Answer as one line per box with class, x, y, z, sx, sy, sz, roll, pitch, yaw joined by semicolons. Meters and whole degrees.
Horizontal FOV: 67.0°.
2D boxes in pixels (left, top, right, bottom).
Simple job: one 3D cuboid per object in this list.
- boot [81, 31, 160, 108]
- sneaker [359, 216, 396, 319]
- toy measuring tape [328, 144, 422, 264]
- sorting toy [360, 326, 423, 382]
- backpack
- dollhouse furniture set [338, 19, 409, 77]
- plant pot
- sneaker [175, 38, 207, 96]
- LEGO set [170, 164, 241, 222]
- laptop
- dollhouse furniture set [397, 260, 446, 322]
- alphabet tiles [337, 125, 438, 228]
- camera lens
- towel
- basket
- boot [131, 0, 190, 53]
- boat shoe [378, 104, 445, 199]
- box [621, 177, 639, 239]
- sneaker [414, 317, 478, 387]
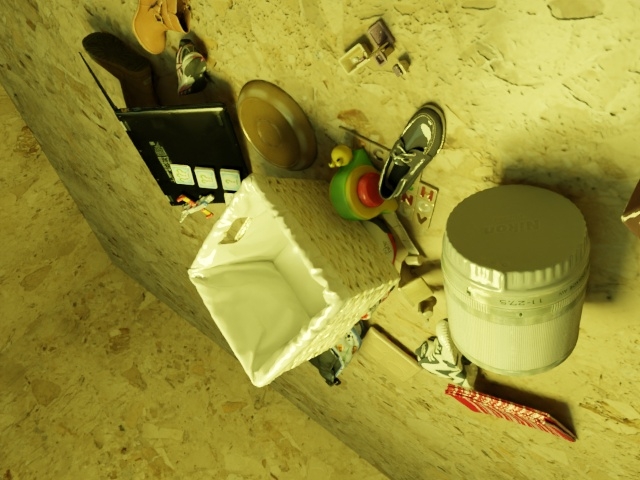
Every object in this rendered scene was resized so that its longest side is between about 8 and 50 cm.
boot;-0.557;-0.429;1.393;0.236;0.089;0.269;36;152;15
sneaker;0.109;0.076;1.155;0.090;0.145;0.270;23;145;32
toy measuring tape;0.107;-0.048;1.008;0.121;0.121;0.330;0;129;52
sorting toy;0.216;0.355;1.511;0.193;0.038;0.208;38;155;11
backpack;0.014;0.291;1.496;0.276;0.213;0.263;37;160;5
dollhouse furniture set;0.068;-0.281;0.797;0.091;0.081;0.114;52;150;-15
plant pot;-0.110;-0.252;1.115;0.236;0.032;0.236;32;150;21
sneaker;-0.310;-0.410;1.143;0.178;0.072;0.077;-30;81;62
LEGO set;-0.311;-0.111;1.350;0.182;0.060;0.244;5;150;-2
laptop;-0.401;-0.297;1.320;0.407;0.236;0.382;-2;150;4
dollhouse furniture set;0.281;0.095;1.085;0.151;0.123;0.144;-33;104;25
alphabet tiles;0.132;-0.115;1.013;0.237;0.009;0.198;31;149;23
camera lens;0.319;0.074;0.807;0.219;0.219;0.274;20;143;37
towel;0.474;0.439;1.228;0.274;0.031;0.199;3;153;48
basket;-0.057;0.076;1.060;0.331;0.266;0.328;54;126;22
boot;-0.346;-0.483;1.070;0.152;0.073;0.197;28;151;19
boat shoe;0.159;-0.148;0.867;0.075;0.065;0.206;39;145;12
box;0.472;-0.056;0.492;0.168;0.167;0.203;43;151;1
sneaker;0.298;0.279;1.236;0.153;0.094;0.235;2;142;40
